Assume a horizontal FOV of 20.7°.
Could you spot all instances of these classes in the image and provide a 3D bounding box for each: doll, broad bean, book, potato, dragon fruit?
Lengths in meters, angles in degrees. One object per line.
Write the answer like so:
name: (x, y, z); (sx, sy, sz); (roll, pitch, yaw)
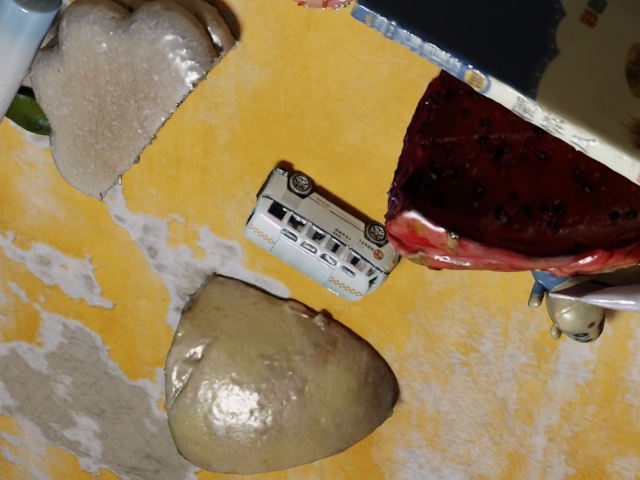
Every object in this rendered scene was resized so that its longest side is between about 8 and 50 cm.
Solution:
doll: (0.284, 0.053, 2.011); (0.179, 0.102, 0.089); (56, 180, -35)
broad bean: (-0.354, -0.161, 2.249); (0.297, 0.043, 0.060); (18, 132, 19)
book: (0.274, -0.197, 1.543); (0.428, 0.300, 0.039); (30, 150, 1)
potato: (-0.062, 0.196, 2.328); (0.264, 0.189, 0.211); (10, 138, 27)
dragon fruit: (0.218, -0.011, 1.847); (0.329, 0.286, 0.228); (25, 140, -7)

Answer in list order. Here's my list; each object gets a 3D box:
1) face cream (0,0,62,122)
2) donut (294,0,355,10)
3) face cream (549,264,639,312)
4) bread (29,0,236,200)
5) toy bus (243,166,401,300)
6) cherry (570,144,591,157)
face cream: (-0.391, -0.224, 2.143); (0.077, 0.077, 0.250); (34, 134, -3)
donut: (-0.021, -0.296, 1.836); (0.166, 0.065, 0.117); (36, 143, -4)
face cream: (0.467, 0.043, 1.771); (0.420, 0.235, 0.137); (2, 99, 28)
bread: (-0.241, -0.191, 2.068); (0.183, 0.102, 0.337); (46, 135, -2)
toy bus: (0.000, 0.000, 2.142); (0.194, 0.089, 0.087); (33, 144, -3)
cherry: (0.303, -0.158, 1.661); (0.195, 0.195, 0.195); (20, 142, 16)
